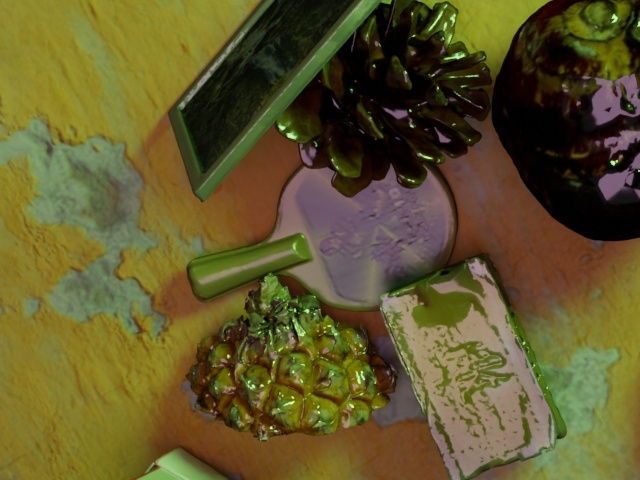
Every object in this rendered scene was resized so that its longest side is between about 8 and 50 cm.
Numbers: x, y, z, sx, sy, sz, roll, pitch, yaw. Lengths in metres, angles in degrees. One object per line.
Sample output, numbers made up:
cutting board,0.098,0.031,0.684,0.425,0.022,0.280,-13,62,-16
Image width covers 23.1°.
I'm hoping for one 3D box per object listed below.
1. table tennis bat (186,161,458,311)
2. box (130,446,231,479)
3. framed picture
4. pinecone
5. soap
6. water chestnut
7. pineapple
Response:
table tennis bat,0.000,0.000,1.787,0.321,0.050,0.198,-18,97,6
box,-0.156,0.460,1.733,0.312,0.300,0.314,30,103,13
framed picture,-0.043,-0.208,1.662,0.020,0.240,0.324,36,105,-26
pinecone,0.075,-0.163,1.666,0.201,0.202,0.228,10,72,46
soap,0.168,0.141,1.733,0.135,0.076,0.233,-23,92,13
water chestnut,0.320,-0.133,1.620,0.289,0.244,0.289,1,97,10
pineapple,-0.037,0.133,1.744,0.250,0.140,0.164,7,120,4
